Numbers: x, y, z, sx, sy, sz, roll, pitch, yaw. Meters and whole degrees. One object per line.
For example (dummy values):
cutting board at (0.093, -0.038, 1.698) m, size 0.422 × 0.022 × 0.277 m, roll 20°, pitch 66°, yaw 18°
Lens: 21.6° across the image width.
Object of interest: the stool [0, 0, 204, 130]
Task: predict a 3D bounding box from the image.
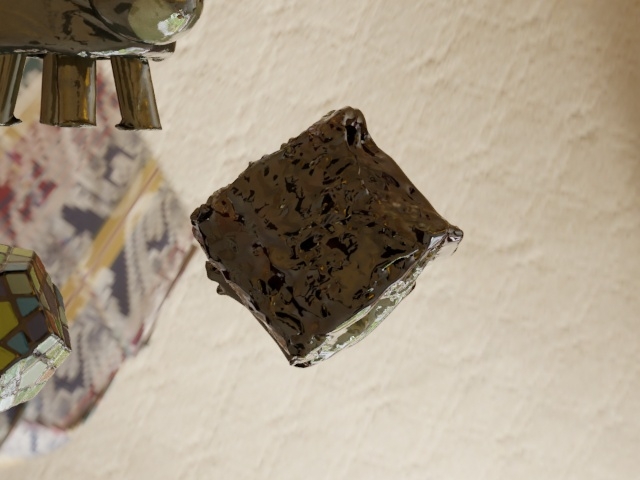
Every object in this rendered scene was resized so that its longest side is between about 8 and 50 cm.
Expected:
stool at (-0.172, -0.146, 1.163) m, size 0.153 × 0.228 × 0.139 m, roll 0°, pitch 94°, yaw -17°

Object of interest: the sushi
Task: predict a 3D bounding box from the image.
sushi at (0.000, 0.000, 0.692) m, size 0.094 × 0.098 × 0.084 m, roll -39°, pitch 85°, yaw -4°

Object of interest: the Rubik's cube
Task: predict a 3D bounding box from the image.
Rubik's cube at (-0.250, 0.064, 1.243) m, size 0.112 × 0.133 × 0.133 m, roll -21°, pitch 111°, yaw 6°
